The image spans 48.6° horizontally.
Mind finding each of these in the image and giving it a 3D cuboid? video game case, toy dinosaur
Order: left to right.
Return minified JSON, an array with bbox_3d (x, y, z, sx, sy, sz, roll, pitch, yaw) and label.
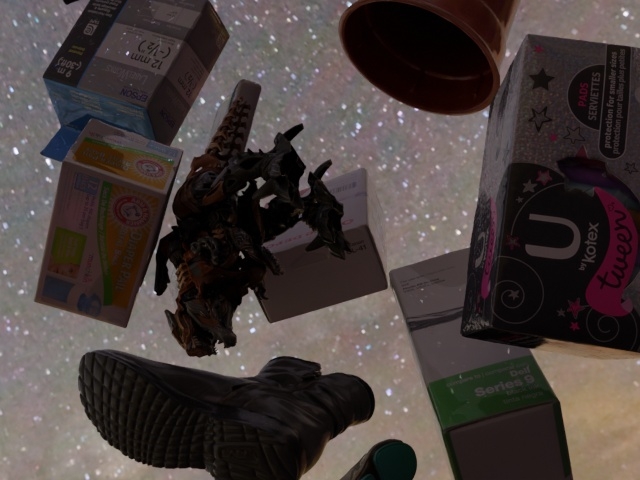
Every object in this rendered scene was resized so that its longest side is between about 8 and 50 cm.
[{"bbox_3d":[-0.171,-0.063,1.084,0.036,0.300,0.329,16,-91,-14],"label":"video game case"},{"bbox_3d":[-0.102,-0.035,0.811,0.218,0.321,0.164,-15,-12,23],"label":"toy dinosaur"}]

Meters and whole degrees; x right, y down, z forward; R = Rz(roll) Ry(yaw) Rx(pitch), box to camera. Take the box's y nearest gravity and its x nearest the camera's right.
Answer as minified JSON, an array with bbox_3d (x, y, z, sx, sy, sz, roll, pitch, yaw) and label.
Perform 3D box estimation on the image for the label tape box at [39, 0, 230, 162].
[{"bbox_3d":[-0.359,-0.292,1.290,0.347,0.249,0.115,-64,-23,-16],"label":"label tape box"}]

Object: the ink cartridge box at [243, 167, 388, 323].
[{"bbox_3d":[0.000,0.000,1.290,0.226,0.306,0.131,-18,-68,12],"label":"ink cartridge box"}]

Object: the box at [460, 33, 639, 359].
[{"bbox_3d":[0.214,-0.029,0.621,0.142,0.247,0.163,8,-10,5],"label":"box"}]

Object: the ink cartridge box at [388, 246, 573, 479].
[{"bbox_3d":[0.183,0.173,0.834,0.122,0.289,0.211,-18,-59,4],"label":"ink cartridge box"}]

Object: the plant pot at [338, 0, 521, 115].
[{"bbox_3d":[0.208,-0.392,1.146,0.265,0.272,0.272,-62,-31,-17],"label":"plant pot"}]

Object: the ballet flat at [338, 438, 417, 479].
[{"bbox_3d":[0.039,0.235,0.683,0.052,0.057,0.168,-21,-7,30],"label":"ballet flat"}]

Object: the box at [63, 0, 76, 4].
[{"bbox_3d":[-0.298,-0.416,0.936,0.156,0.093,0.158,-23,-65,-6],"label":"box"}]

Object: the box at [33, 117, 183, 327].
[{"bbox_3d":[-0.242,-0.017,0.809,0.114,0.103,0.203,18,-57,-10],"label":"box"}]

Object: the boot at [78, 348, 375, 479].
[{"bbox_3d":[-0.120,0.203,0.903,0.223,0.338,0.118,-21,-54,-61],"label":"boot"}]
